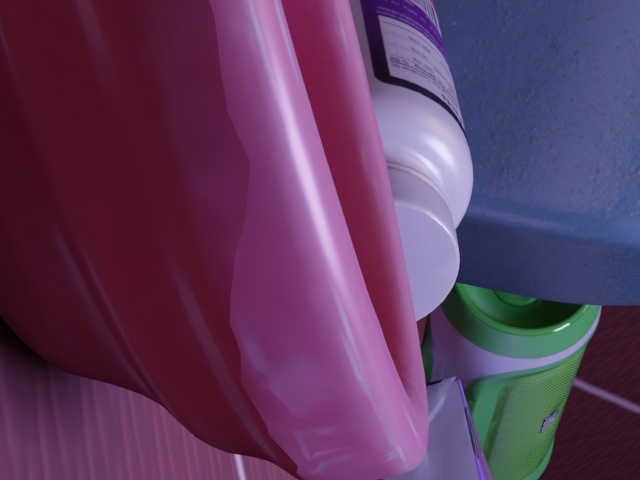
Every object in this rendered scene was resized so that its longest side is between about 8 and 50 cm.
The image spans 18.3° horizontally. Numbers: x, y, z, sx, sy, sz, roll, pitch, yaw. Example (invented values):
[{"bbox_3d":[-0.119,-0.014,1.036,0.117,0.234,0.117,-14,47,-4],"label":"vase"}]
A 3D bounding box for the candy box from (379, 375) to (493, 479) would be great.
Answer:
[{"bbox_3d":[0.093,0.216,1.354,0.196,0.070,0.165,69,8,-54],"label":"candy box"}]

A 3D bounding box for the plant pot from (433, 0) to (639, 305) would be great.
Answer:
[{"bbox_3d":[0.173,-0.084,1.253,0.248,0.252,0.247,50,60,-72],"label":"plant pot"}]

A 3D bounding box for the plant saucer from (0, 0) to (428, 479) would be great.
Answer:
[{"bbox_3d":[-0.051,-0.099,0.474,0.332,0.084,0.332,-14,90,-86],"label":"plant saucer"}]

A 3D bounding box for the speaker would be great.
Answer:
[{"bbox_3d":[0.133,0.097,1.512,0.296,0.131,0.131,96,-14,-58],"label":"speaker"}]

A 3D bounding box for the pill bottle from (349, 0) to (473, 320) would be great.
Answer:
[{"bbox_3d":[0.013,-0.050,0.930,0.193,0.108,0.108,-98,172,-49],"label":"pill bottle"}]
